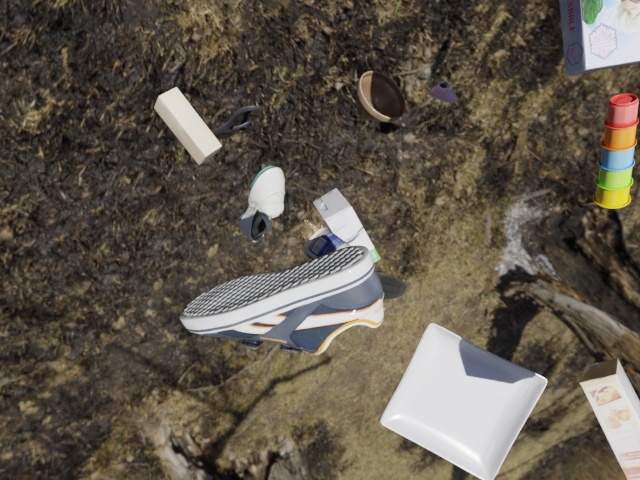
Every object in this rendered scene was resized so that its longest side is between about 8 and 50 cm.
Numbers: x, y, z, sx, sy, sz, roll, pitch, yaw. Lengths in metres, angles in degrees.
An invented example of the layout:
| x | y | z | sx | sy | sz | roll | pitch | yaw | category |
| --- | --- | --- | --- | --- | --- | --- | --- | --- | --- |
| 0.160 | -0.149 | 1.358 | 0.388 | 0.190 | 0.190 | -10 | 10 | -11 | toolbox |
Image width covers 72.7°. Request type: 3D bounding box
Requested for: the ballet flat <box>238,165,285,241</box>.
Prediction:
| x | y | z | sx | sy | sz | roll | pitch | yaw | category |
| --- | --- | --- | --- | --- | --- | --- | --- | --- | --- |
| -0.200 | -0.115 | 1.592 | 0.139 | 0.139 | 0.400 | -2 | 154 | -26 | ballet flat |

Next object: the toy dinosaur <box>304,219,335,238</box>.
| x | y | z | sx | sy | sz | roll | pitch | yaw | category |
| --- | --- | --- | --- | --- | --- | --- | --- | --- | --- |
| 0.000 | 0.000 | 1.466 | 0.093 | 0.053 | 0.183 | 1 | 122 | 30 | toy dinosaur |

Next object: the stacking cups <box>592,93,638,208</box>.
| x | y | z | sx | sy | sz | roll | pitch | yaw | category |
| --- | --- | --- | --- | --- | --- | --- | --- | --- | --- |
| 0.811 | -0.242 | 1.186 | 0.096 | 0.096 | 0.316 | -23 | 125 | -6 | stacking cups |

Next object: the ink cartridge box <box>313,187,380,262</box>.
| x | y | z | sx | sy | sz | roll | pitch | yaw | category |
| --- | --- | --- | --- | --- | --- | --- | --- | --- | --- |
| 0.105 | -0.042 | 1.777 | 0.122 | 0.211 | 0.289 | -32 | 122 | 1 | ink cartridge box |

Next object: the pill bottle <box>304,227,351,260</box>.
| x | y | z | sx | sy | sz | roll | pitch | yaw | category |
| --- | --- | --- | --- | --- | --- | --- | --- | --- | --- |
| 0.034 | 0.034 | 0.809 | 0.067 | 0.120 | 0.067 | -45 | 159 | -22 | pill bottle |

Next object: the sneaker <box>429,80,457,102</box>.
| x | y | z | sx | sy | sz | roll | pitch | yaw | category |
| --- | --- | --- | --- | --- | --- | --- | --- | --- | --- |
| 0.514 | -0.604 | 1.766 | 0.134 | 0.051 | 0.070 | 5 | 154 | -23 | sneaker |

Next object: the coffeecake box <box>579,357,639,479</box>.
| x | y | z | sx | sy | sz | roll | pitch | yaw | category |
| --- | --- | --- | --- | --- | --- | --- | --- | --- | --- |
| 0.587 | 0.341 | 0.845 | 0.068 | 0.185 | 0.142 | -29 | 163 | 31 | coffeecake box |

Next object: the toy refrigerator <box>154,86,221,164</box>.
| x | y | z | sx | sy | sz | roll | pitch | yaw | category |
| --- | --- | --- | --- | --- | --- | --- | --- | --- | --- |
| -0.503 | -0.436 | 1.665 | 0.094 | 0.102 | 0.269 | -44 | 102 | -30 | toy refrigerator |

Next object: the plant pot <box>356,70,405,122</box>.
| x | y | z | sx | sy | sz | roll | pitch | yaw | category |
| --- | --- | --- | --- | --- | --- | --- | --- | --- | --- |
| 0.239 | -0.593 | 1.864 | 0.237 | 0.237 | 0.110 | 3 | 157 | -30 | plant pot |

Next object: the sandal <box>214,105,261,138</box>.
| x | y | z | sx | sy | sz | roll | pitch | yaw | category |
| --- | --- | --- | --- | --- | --- | --- | --- | --- | --- |
| -0.313 | -0.449 | 1.697 | 0.254 | 0.054 | 0.097 | -23 | 172 | 42 | sandal |

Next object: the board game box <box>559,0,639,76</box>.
| x | y | z | sx | sy | sz | roll | pitch | yaw | category |
| --- | --- | --- | --- | --- | --- | --- | --- | --- | --- |
| 0.674 | -0.544 | 0.937 | 0.319 | 0.066 | 0.318 | -13 | 99 | -8 | board game box |

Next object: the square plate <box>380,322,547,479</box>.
| x | y | z | sx | sy | sz | roll | pitch | yaw | category |
| --- | --- | --- | --- | --- | --- | --- | --- | --- | --- |
| 0.397 | 0.456 | 1.242 | 0.344 | 0.347 | 0.049 | -66 | 170 | 8 | square plate |

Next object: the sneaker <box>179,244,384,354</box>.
| x | y | z | sx | sy | sz | roll | pitch | yaw | category |
| --- | --- | --- | --- | --- | --- | --- | --- | --- | --- |
| -0.058 | 0.114 | 0.662 | 0.321 | 0.126 | 0.127 | -15 | 112 | 20 | sneaker |

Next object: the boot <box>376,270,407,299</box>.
| x | y | z | sx | sy | sz | roll | pitch | yaw | category |
| --- | --- | --- | --- | --- | --- | --- | --- | --- | --- |
| 0.125 | 0.083 | 1.172 | 0.198 | 0.137 | 0.077 | 16 | 114 | -22 | boot |
